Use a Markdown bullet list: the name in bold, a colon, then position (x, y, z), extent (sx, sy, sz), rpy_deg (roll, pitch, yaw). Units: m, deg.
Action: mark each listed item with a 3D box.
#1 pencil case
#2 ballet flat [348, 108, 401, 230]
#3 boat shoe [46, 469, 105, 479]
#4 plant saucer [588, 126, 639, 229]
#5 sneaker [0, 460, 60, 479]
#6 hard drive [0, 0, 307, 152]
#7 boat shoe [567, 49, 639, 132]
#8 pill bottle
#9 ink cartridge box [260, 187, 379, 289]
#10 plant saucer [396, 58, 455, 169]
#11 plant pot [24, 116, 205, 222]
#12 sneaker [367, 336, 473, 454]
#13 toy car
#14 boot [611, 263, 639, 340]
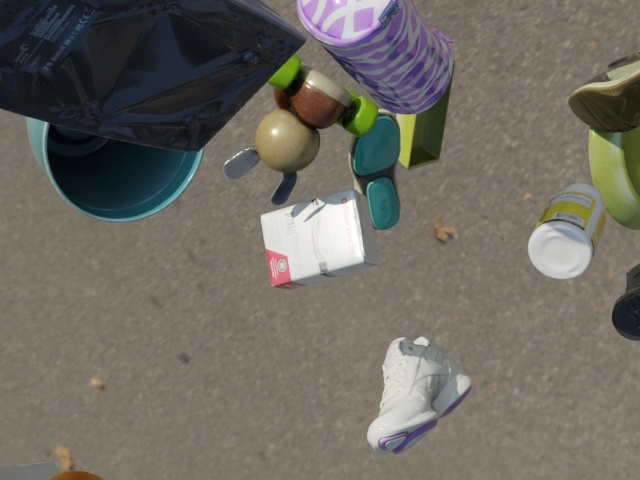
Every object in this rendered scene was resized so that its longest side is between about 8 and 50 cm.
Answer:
- **pencil case**: position (0.051, -0.170, 0.821), extent (0.086, 0.206, 0.088), rpy_deg (30, 90, 20)
- **ballet flat**: position (0.079, -0.120, 1.559), extent (0.086, 0.086, 0.248), rpy_deg (15, 139, 18)
- **boat shoe**: position (-0.189, 0.201, 0.542), extent (0.073, 0.207, 0.073), rpy_deg (43, 119, 15)
- **plant saucer**: position (0.468, -0.134, 1.422), extent (0.037, 0.241, 0.240), rpy_deg (5, 120, 51)
- **sneaker**: position (-0.296, 0.253, 0.882), extent (0.094, 0.258, 0.091), rpy_deg (-25, 78, 14)
- **hard drive**: position (-0.154, -0.153, 0.760), extent (0.172, 0.255, 0.054), rpy_deg (-41, 55, 32)
- **boat shoe**: position (0.390, -0.192, 1.244), extent (0.080, 0.073, 0.223), rpy_deg (41, 167, -8)
- **pill bottle**: position (0.258, -0.014, 1.036), extent (0.065, 0.116, 0.065), rpy_deg (13, 123, 21)
- **ink cartridge box**: position (0.000, 0.000, 1.437), extent (0.151, 0.063, 0.109), rpy_deg (-15, 74, 23)
- **plant saucer**: position (0.175, -0.225, 1.751), extent (0.045, 0.188, 0.188), rpy_deg (13, 104, 21)
- **plant pot**: position (-0.367, -0.196, 1.678), extent (0.255, 0.272, 0.271), rpy_deg (31, 134, 52)
- **sneaker**: position (0.135, 0.247, 1.634), extent (0.114, 0.305, 0.152), rpy_deg (-44, 80, 28)
- **toy car**: position (-0.044, -0.145, 1.357), extent (0.155, 0.149, 0.188), rpy_deg (29, 97, -22)
- **boot**: position (0.432, 0.040, 1.137), extent (0.198, 0.137, 0.076), rpy_deg (-12, 105, 24)
